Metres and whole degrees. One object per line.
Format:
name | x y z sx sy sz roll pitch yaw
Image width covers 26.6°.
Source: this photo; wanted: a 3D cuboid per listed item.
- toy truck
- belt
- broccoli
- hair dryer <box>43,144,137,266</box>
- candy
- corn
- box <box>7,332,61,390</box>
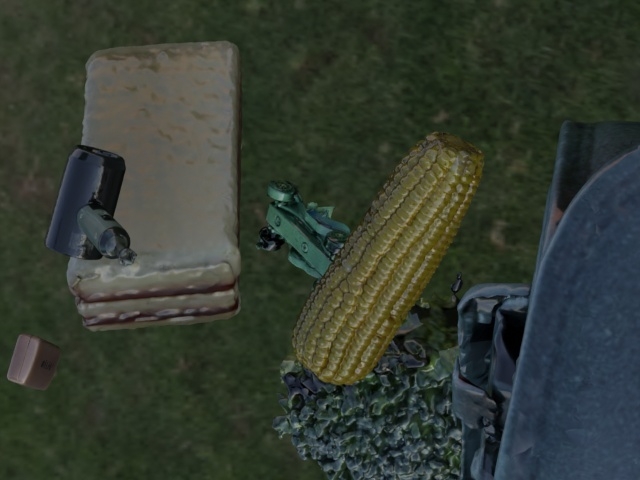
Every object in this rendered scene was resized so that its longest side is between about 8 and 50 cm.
toy truck | -0.001 -0.001 1.484 0.154 0.078 0.080 41 128 41
belt | 0.097 0.068 0.437 0.116 0.206 0.267 11 133 10
broccoli | 0.134 0.184 1.698 0.293 0.348 0.281 -47 19 33
hair dryer | -0.190 -0.016 1.191 0.197 0.057 0.100 36 112 61
candy | -0.174 -0.067 1.491 0.135 0.179 0.321 92 177 -60
corn | 0.051 0.015 1.077 0.080 0.080 0.231 46 118 37
box | -0.269 0.116 1.280 0.025 0.115 0.048 13 80 1
